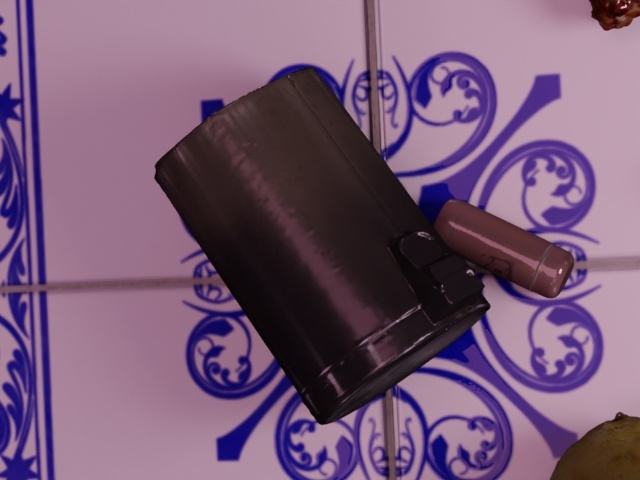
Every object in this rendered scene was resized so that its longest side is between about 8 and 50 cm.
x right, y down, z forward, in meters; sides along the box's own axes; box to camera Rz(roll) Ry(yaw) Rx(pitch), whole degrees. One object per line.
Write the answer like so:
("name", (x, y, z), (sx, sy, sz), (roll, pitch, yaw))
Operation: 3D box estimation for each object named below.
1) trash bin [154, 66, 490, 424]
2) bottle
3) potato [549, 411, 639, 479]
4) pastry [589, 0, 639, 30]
("trash bin", (0.000, 0.000, 1.694), (0.301, 0.203, 0.252), (55, 140, 11))
("bottle", (0.180, 0.008, 1.715), (0.140, 0.053, 0.053), (26, 98, 15))
("potato", (0.289, 0.319, 1.623), (0.210, 0.173, 0.307), (24, 99, 14))
("pastry", (0.284, -0.310, 1.655), (0.097, 0.115, 0.208), (-14, 84, 5))
